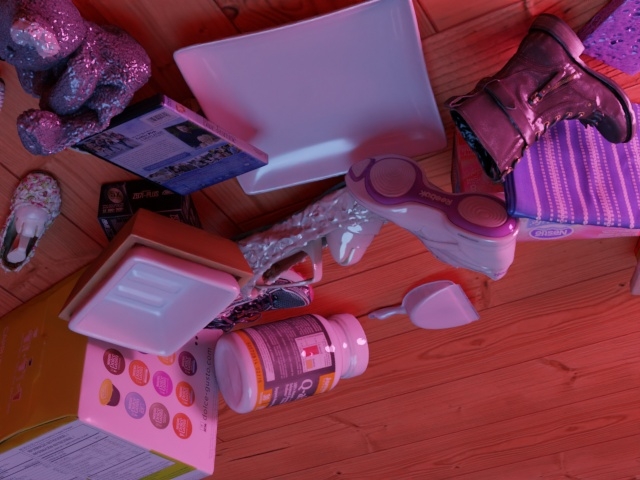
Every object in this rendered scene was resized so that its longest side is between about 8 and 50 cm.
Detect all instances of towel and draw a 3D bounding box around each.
[{"bbox_3d":[0.426,-0.126,1.597,0.336,0.243,0.040,4,147,-10],"label":"towel"}]

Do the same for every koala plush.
[{"bbox_3d":[-0.360,-0.268,1.431,0.203,0.196,0.221,-21,141,7],"label":"koala plush"}]

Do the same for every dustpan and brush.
[{"bbox_3d":[0.196,0.137,2.113,0.211,0.060,0.147,-22,138,15],"label":"dustpan and brush"}]

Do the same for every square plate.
[{"bbox_3d":[-0.003,-0.219,1.599,0.344,0.049,0.347,-12,143,9],"label":"square plate"}]

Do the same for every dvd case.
[{"bbox_3d":[-0.224,-0.138,1.588,0.180,0.022,0.253,-17,155,30],"label":"dvd case"}]

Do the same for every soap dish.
[{"bbox_3d":[-0.284,0.075,1.811,0.229,0.118,0.291,20,138,-28],"label":"soap dish"}]

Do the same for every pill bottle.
[{"bbox_3d":[-0.056,0.233,2.079,0.279,0.162,0.162,-10,150,-27],"label":"pill bottle"}]

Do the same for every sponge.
[{"bbox_3d":[0.473,-0.327,1.501,0.117,0.031,0.210,17,140,-24],"label":"sponge"}]

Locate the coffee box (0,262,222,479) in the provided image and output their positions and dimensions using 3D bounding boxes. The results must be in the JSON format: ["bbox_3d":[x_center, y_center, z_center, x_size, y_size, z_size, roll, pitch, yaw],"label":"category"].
[{"bbox_3d":[-0.431,0.298,2.058,0.338,0.337,0.334,-27,137,32],"label":"coffee box"}]

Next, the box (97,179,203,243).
[{"bbox_3d":[-0.291,-0.023,1.843,0.147,0.077,0.180,-6,144,6],"label":"box"}]

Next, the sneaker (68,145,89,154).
[{"bbox_3d":[-0.317,-0.158,1.662,0.209,0.081,0.094,8,165,5],"label":"sneaker"}]

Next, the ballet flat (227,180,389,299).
[{"bbox_3d":[0.000,0.000,1.835,0.409,0.147,0.147,-25,138,32],"label":"ballet flat"}]

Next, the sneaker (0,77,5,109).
[{"bbox_3d":[-0.592,-0.202,1.570,0.235,0.094,0.153,-16,151,35],"label":"sneaker"}]

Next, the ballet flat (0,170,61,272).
[{"bbox_3d":[-0.508,-0.022,1.837,0.091,0.077,0.241,14,140,-19],"label":"ballet flat"}]

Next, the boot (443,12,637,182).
[{"bbox_3d":[0.315,-0.172,1.525,0.263,0.229,0.091,45,167,-19],"label":"boot"}]

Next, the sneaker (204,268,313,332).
[{"bbox_3d":[-0.161,0.120,2.017,0.299,0.112,0.121,-5,144,3],"label":"sneaker"}]

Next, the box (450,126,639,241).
[{"bbox_3d":[0.369,-0.096,1.711,0.300,0.154,0.142,-3,144,1],"label":"box"}]

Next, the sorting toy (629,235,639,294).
[{"bbox_3d":[0.703,-0.012,1.893,0.256,0.089,0.257,-2,143,0],"label":"sorting toy"}]

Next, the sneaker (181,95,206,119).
[{"bbox_3d":[-0.178,-0.164,1.674,0.084,0.069,0.185,-4,151,-12],"label":"sneaker"}]

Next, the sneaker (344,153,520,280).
[{"bbox_3d":[0.163,-0.028,1.630,0.305,0.114,0.152,28,149,29],"label":"sneaker"}]
